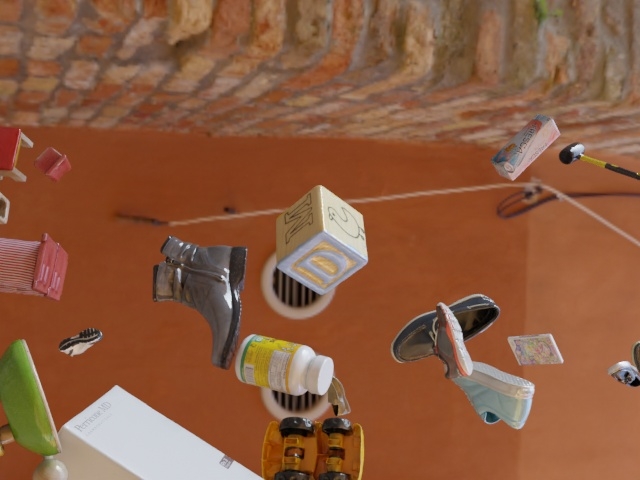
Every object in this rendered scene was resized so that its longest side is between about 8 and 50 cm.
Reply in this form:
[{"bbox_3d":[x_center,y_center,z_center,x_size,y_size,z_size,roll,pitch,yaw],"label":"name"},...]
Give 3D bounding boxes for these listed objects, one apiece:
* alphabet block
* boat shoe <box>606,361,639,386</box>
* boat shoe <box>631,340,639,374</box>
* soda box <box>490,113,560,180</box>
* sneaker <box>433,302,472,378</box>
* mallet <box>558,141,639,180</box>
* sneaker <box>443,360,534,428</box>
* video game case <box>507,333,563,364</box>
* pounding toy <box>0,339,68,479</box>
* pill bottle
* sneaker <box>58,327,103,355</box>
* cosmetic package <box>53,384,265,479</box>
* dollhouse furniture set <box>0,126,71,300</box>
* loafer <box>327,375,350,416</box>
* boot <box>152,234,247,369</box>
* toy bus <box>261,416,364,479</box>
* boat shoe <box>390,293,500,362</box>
[{"bbox_3d":[0.000,0.000,2.121,0.193,0.192,0.197,-36,-143,27],"label":"alphabet block"},{"bbox_3d":[0.692,0.304,1.693,0.049,0.142,0.040,-39,-125,25],"label":"boat shoe"},{"bbox_3d":[0.811,0.319,1.841,0.152,0.056,0.049,66,-12,-10],"label":"boat shoe"},{"bbox_3d":[0.532,-0.242,1.942,0.063,0.183,0.058,49,-7,-33],"label":"soda box"},{"bbox_3d":[0.241,0.195,1.454,0.065,0.061,0.158,-28,-126,22],"label":"sneaker"},{"bbox_3d":[0.624,-0.170,1.646,0.062,0.190,0.039,-38,140,-45],"label":"mallet"},{"bbox_3d":[0.455,0.435,2.129,0.366,0.135,0.150,-168,-93,-70],"label":"sneaker"},{"bbox_3d":[0.551,0.281,1.926,0.122,0.011,0.087,-12,-67,44],"label":"video game case"},{"bbox_3d":[-0.469,0.271,1.133,0.183,0.110,0.237,48,-33,42],"label":"pounding toy"},{"bbox_3d":[-0.082,0.293,1.741,0.117,0.208,0.117,9,90,-67],"label":"pill bottle"},{"bbox_3d":[-0.556,0.239,1.760,0.044,0.109,0.040,59,15,-48],"label":"sneaker"},{"bbox_3d":[-0.280,0.444,1.318,0.156,0.385,0.217,-58,178,12],"label":"cosmetic package"},{"bbox_3d":[-0.638,-0.069,1.579,0.152,0.201,0.374,94,0,-73],"label":"dollhouse furniture set"},{"bbox_3d":[0.046,0.478,2.296,0.056,0.050,0.148,-3,-65,59],"label":"loafer"},{"bbox_3d":[-0.299,0.151,1.808,0.118,0.223,0.338,102,-9,-53],"label":"boot"},{"bbox_3d":[0.003,0.496,1.674,0.211,0.220,0.149,63,27,-54],"label":"toy bus"},{"bbox_3d":[0.276,0.201,1.649,0.079,0.254,0.095,-140,-151,-78],"label":"boat shoe"}]
